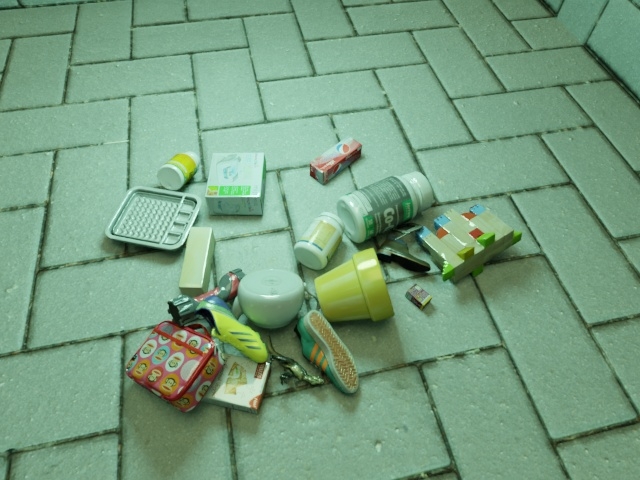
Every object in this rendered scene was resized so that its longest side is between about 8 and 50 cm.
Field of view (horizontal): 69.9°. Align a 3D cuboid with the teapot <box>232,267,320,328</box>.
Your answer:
[{"bbox_3d":[-0.168,0.225,1.618,0.255,0.187,0.252,14,26,29],"label":"teapot"}]

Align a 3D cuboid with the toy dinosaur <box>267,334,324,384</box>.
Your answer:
[{"bbox_3d":[-0.115,0.418,1.534,0.268,0.118,0.064,35,104,23],"label":"toy dinosaur"}]

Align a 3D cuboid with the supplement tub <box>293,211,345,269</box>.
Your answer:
[{"bbox_3d":[0.000,0.000,1.798,0.144,0.144,0.200,25,57,15],"label":"supplement tub"}]

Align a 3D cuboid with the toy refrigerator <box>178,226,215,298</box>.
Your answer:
[{"bbox_3d":[-0.470,0.086,1.748,0.094,0.102,0.270,1,55,-1],"label":"toy refrigerator"}]

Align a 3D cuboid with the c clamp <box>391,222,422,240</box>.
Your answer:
[{"bbox_3d":[0.340,-0.045,1.862,0.137,0.022,0.161,-21,13,-5],"label":"c clamp"}]

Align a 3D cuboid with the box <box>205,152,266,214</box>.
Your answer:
[{"bbox_3d":[-0.356,-0.243,1.973,0.230,0.127,0.262,0,54,0],"label":"box"}]

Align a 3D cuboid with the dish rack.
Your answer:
[{"bbox_3d":[-0.673,-0.083,1.879,0.332,0.072,0.286,10,56,5],"label":"dish rack"}]

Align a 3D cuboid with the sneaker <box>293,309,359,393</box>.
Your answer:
[{"bbox_3d":[0.016,0.390,1.559,0.108,0.121,0.302,-17,71,-48],"label":"sneaker"}]

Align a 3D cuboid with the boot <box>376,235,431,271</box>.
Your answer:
[{"bbox_3d":[0.340,0.048,1.815,0.219,0.082,0.106,18,59,13],"label":"boot"}]

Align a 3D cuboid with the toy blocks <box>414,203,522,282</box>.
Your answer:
[{"bbox_3d":[0.561,-0.014,1.827,0.381,0.191,0.261,-30,47,-10],"label":"toy blocks"}]

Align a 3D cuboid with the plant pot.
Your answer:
[{"bbox_3d":[0.113,0.179,1.630,0.238,0.254,0.254,-17,56,4],"label":"plant pot"}]

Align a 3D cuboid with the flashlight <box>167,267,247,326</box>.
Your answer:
[{"bbox_3d":[-0.390,0.190,1.613,0.103,0.104,0.304,15,25,39],"label":"flashlight"}]

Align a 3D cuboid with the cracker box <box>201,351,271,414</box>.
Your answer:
[{"bbox_3d":[-0.293,0.463,1.508,0.232,0.067,0.156,11,54,5],"label":"cracker box"}]

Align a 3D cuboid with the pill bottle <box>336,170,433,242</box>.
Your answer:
[{"bbox_3d":[0.265,-0.145,1.875,0.360,0.204,0.204,-24,59,-17],"label":"pill bottle"}]

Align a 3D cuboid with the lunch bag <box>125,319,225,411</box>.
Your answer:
[{"bbox_3d":[-0.455,0.383,1.483,0.292,0.120,0.258,12,55,35],"label":"lunch bag"}]

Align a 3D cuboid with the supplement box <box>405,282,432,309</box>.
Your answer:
[{"bbox_3d":[0.369,0.211,1.723,0.055,0.043,0.083,-37,64,-24],"label":"supplement box"}]

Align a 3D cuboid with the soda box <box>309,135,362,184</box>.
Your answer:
[{"bbox_3d":[0.071,-0.370,2.101,0.092,0.084,0.263,39,62,23],"label":"soda box"}]

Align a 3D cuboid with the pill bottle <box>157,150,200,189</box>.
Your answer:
[{"bbox_3d":[-0.607,-0.310,1.989,0.117,0.118,0.208,11,33,6],"label":"pill bottle"}]

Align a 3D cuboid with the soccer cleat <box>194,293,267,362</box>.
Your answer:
[{"bbox_3d":[-0.295,0.305,1.501,0.289,0.093,0.121,46,41,5],"label":"soccer cleat"}]
